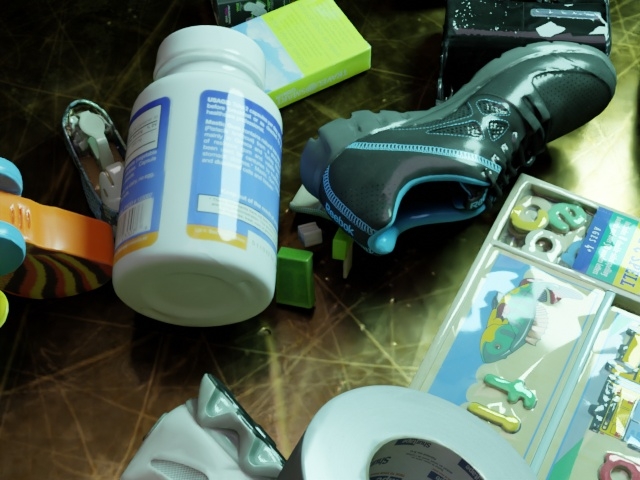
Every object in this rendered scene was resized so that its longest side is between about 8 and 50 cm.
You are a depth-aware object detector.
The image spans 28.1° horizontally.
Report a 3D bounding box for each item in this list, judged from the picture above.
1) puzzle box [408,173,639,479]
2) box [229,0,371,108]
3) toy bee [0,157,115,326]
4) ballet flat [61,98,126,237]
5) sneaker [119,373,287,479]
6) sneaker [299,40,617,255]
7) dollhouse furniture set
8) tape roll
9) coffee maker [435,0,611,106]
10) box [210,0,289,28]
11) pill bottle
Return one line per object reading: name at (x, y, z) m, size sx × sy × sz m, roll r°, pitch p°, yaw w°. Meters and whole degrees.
puzzle box at (0.232, 0.141, 1.174) m, size 0.272 × 0.052 × 0.409 m, roll 23°, pitch 58°, yaw 13°
box at (-0.047, -0.202, 1.410) m, size 0.178 × 0.042 × 0.109 m, roll -25°, pitch 59°, yaw -16°
toy bee at (-0.347, -0.014, 1.190) m, size 0.162 × 0.298 × 0.195 m, roll -32°, pitch 30°, yaw 28°
ballet flat at (-0.217, -0.072, 1.307) m, size 0.070 × 0.070 × 0.188 m, roll -27°, pitch 60°, yaw -18°
sneaker at (-0.038, 0.276, 1.054) m, size 0.146 × 0.122 × 0.330 m, roll -43°, pitch 66°, yaw -6°
sneaker at (0.157, -0.085, 1.262) m, size 0.341 × 0.125 × 0.139 m, roll -24°, pitch 50°, yaw -12°
dollhouse furniture set at (0.000, 0.000, 1.285) m, size 0.076 × 0.058 × 0.151 m, roll 9°, pitch 36°, yaw 14°
tape roll at (0.073, 0.217, 0.989) m, size 0.219 × 0.072 × 0.219 m, roll 18°, pitch 36°, yaw -14°
coffee maker at (0.218, -0.200, 1.384) m, size 0.178 × 0.120 × 0.171 m, roll 6°, pitch 79°, yaw 5°
box at (-0.082, -0.279, 1.457) m, size 0.083 × 0.052 × 0.062 m, roll -11°, pitch 56°, yaw -10°
pill bottle at (-0.114, -0.067, 1.238) m, size 0.152 × 0.152 × 0.272 m, roll 2°, pitch 61°, yaw 1°
